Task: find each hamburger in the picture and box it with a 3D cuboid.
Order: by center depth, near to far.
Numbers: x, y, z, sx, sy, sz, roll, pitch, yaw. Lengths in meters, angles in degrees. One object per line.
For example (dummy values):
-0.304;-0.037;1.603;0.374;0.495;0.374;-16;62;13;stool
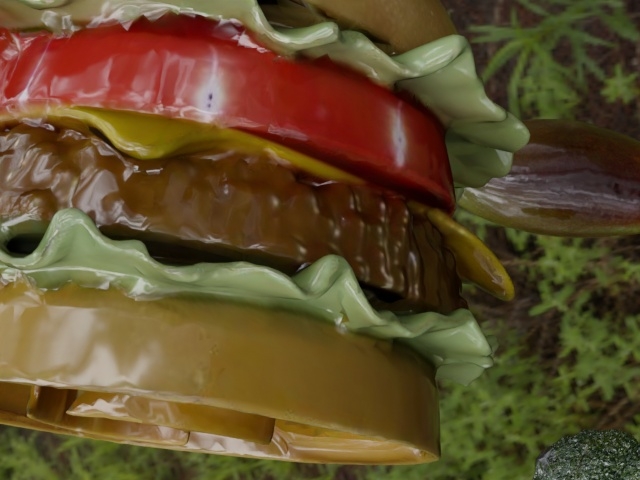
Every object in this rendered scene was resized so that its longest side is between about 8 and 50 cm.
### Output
-0.054;-0.027;0.538;0.274;0.274;0.212;-7;71;46;hamburger

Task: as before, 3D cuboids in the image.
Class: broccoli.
0.244;0.244;1.189;0.138;0.162;0.146;44;173;-4;broccoli

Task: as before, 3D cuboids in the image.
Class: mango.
0.233;-0.066;1.335;0.111;0.268;0.133;103;174;-51;mango
